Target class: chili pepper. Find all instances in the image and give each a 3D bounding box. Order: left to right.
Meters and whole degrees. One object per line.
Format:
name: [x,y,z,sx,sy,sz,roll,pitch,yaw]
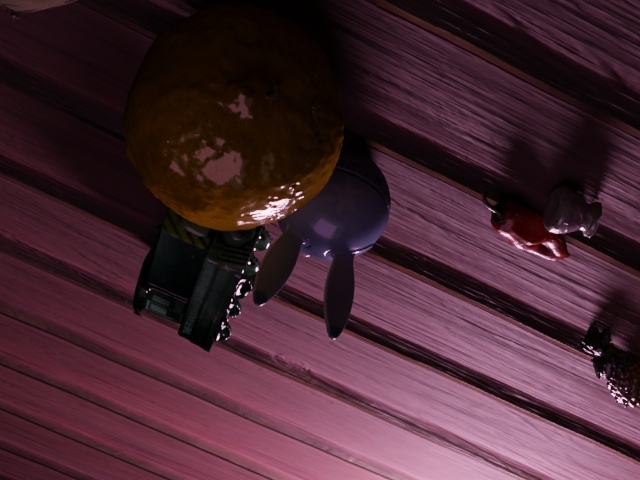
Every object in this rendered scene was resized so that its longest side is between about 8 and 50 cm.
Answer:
chili pepper: [0.279,-0.013,1.736,0.191,0.050,0.059,30,130,-33]

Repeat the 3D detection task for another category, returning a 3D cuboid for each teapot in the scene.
teapot: [0.330,-0.036,1.677,0.064,0.064,0.083,16,-179,-10]

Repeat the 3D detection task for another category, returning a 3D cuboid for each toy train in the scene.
toy train: [-0.189,0.045,1.983,0.178,0.138,0.330,24,147,-2]

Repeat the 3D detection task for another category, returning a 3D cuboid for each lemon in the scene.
lemon: [-0.105,-0.144,1.533,0.268,0.268,0.322,25,160,-12]

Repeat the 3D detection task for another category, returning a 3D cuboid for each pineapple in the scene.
pineapple: [0.451,0.188,1.949,0.074,0.074,0.159,-15,131,42]

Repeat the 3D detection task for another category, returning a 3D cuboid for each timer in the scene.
timer: [-0.002,-0.006,1.716,0.175,0.255,0.175,21,172,3]

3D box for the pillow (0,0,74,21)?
pillow: [-0.348,-0.330,1.554,0.208,0.053,0.119,-8,144,36]
